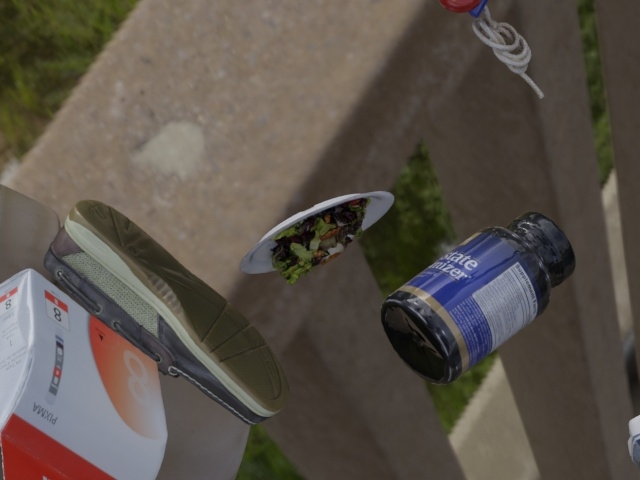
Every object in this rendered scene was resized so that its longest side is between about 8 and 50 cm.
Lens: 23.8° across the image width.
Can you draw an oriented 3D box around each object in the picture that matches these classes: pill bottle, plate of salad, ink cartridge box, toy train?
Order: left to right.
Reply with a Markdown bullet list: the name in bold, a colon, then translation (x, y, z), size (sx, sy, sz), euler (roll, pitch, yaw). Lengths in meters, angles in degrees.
- **ink cartridge box**: translation (-0.151, 0.122, 0.987), size (0.045, 0.145, 0.179), euler (-32, 46, 13)
- **plate of salad**: translation (0.000, 0.000, 1.781), size (0.200, 0.200, 0.048), euler (-25, 76, 2)
- **pill bottle**: translation (0.186, 0.061, 1.750), size (0.219, 0.123, 0.123), euler (-35, 59, -25)
- **toy train**: translation (0.159, -0.260, 1.326), size (0.248, 0.105, 0.143), euler (43, 106, -11)

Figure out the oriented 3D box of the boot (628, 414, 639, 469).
- **boot**: translation (0.312, 0.209, 1.351), size (0.069, 0.190, 0.086), euler (-17, 69, 15)

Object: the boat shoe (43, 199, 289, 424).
- **boat shoe**: translation (-0.121, 0.065, 1.170), size (0.223, 0.080, 0.073), euler (44, 114, 6)

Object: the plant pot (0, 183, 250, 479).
- **plant pot**: translation (-0.222, 0.146, 1.337), size (0.280, 0.323, 0.323), euler (23, 66, -20)
